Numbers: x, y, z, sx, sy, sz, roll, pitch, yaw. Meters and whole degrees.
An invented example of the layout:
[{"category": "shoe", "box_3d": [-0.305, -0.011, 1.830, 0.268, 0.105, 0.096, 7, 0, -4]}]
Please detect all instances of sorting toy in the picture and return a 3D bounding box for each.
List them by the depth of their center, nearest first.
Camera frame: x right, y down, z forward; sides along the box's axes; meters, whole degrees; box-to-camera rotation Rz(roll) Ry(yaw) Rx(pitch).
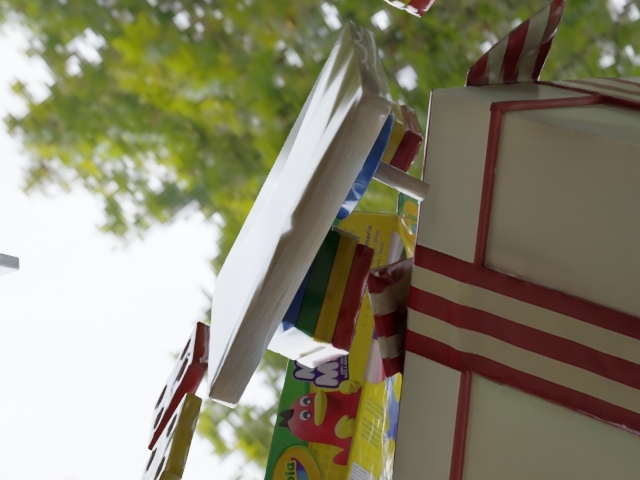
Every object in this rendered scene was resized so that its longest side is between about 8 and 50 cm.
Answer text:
[{"category": "sorting toy", "box_3d": [0.000, 0.000, 0.782, 0.274, 0.046, 0.132, -62, -170, 15]}]

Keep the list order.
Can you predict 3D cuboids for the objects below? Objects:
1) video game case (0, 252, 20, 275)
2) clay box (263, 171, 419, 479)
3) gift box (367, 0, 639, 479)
[{"category": "video game case", "box_3d": [-0.267, 0.016, 1.266, 0.087, 0.122, 0.011, -15, -106, 29]}, {"category": "clay box", "box_3d": [0.024, 0.079, 1.106, 0.053, 0.127, 0.222, 4, -109, 20]}, {"category": "gift box", "box_3d": [0.195, 0.022, 0.999, 0.258, 0.255, 0.276, 16, -78, 44]}]
